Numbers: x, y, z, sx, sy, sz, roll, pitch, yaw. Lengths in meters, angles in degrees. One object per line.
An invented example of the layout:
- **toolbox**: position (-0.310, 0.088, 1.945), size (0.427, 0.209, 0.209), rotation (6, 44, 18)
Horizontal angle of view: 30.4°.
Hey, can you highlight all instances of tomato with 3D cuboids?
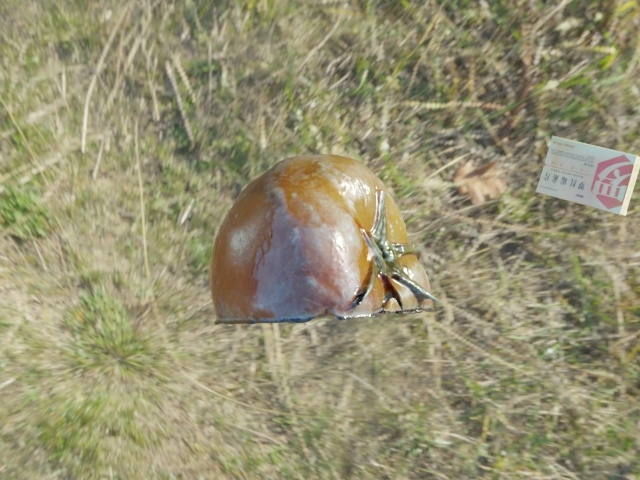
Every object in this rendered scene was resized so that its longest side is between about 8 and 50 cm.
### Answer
- **tomato**: position (0.000, 0.000, 1.077), size (0.180, 0.214, 0.155), rotation (-8, 87, 27)

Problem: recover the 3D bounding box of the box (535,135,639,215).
- **box**: position (0.255, -0.062, 1.124), size (0.015, 0.093, 0.058), rotation (13, 95, -52)
